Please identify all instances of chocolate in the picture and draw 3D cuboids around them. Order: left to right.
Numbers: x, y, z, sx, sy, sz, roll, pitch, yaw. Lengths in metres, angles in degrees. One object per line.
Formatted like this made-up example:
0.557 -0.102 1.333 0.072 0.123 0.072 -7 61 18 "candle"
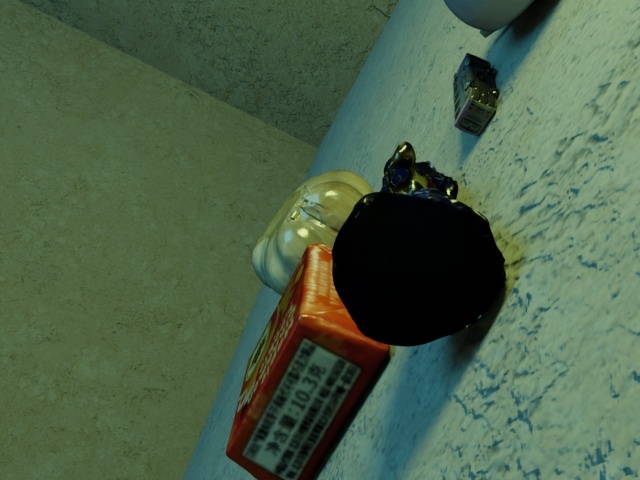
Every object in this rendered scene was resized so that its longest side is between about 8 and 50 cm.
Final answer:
-0.016 0.143 0.772 0.238 0.107 0.235 -60 10 21 "chocolate"
0.091 -0.023 0.608 0.343 0.126 0.149 -63 -37 -73 "chocolate"

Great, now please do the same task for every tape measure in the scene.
0.217 -0.316 0.700 0.178 0.105 0.196 -56 10 13 "tape measure"

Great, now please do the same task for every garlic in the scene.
0.001 -0.002 0.956 0.228 0.152 0.228 -46 11 12 "garlic"

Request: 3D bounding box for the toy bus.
0.176 -0.170 0.729 0.131 0.036 0.052 -76 8 -52 "toy bus"
